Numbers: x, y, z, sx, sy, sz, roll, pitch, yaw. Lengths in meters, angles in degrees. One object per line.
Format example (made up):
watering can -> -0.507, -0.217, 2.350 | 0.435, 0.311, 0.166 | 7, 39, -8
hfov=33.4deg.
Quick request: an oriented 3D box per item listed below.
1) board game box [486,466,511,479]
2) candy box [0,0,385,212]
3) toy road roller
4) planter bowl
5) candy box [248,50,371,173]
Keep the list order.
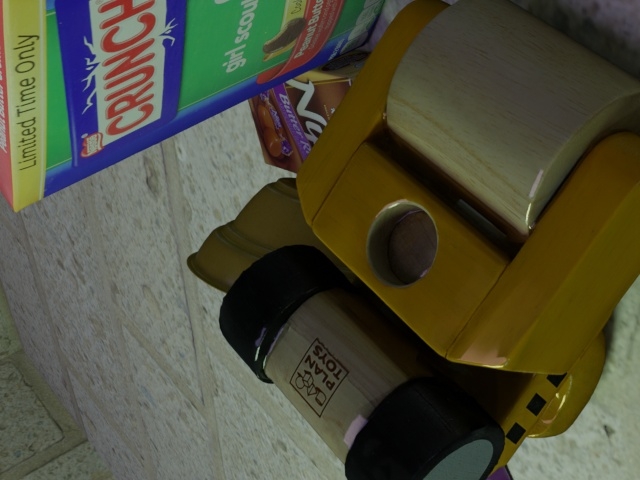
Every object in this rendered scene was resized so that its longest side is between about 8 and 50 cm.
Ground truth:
board game box -> 0.124, 0.257, 1.059 | 0.346, 0.056, 0.208 | 66, 159, -9
candy box -> -0.086, -0.186, 0.689 | 0.122, 0.317, 0.268 | 56, 155, 14
toy road roller -> 0.112, 0.023, 0.727 | 0.202, 0.241, 0.329 | 44, 112, 35
planter bowl -> 0.000, 0.000, 0.916 | 0.217, 0.217, 0.090 | 27, 108, 51
candy box -> 0.004, -0.108, 0.913 | 0.187, 0.053, 0.109 | 21, 132, 53
